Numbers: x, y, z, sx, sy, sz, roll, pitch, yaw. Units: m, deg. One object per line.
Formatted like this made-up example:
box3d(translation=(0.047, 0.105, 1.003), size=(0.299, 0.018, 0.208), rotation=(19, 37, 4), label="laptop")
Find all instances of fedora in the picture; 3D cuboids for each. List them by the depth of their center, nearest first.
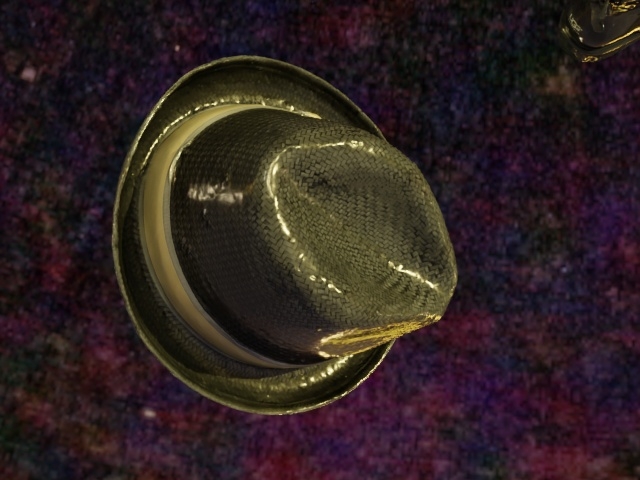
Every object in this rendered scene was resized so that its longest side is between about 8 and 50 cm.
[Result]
box3d(translation=(0.000, 0.000, 0.892), size=(0.334, 0.334, 0.152), rotation=(35, 160, -34), label="fedora")

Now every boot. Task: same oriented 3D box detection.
box3d(translation=(0.162, -0.133, 0.487), size=(0.121, 0.045, 0.099), rotation=(-32, 167, -8), label="boot")

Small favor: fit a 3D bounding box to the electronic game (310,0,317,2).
box3d(translation=(-0.036, -0.294, 0.826), size=(0.048, 0.229, 0.229), rotation=(-18, 141, 9), label="electronic game")
